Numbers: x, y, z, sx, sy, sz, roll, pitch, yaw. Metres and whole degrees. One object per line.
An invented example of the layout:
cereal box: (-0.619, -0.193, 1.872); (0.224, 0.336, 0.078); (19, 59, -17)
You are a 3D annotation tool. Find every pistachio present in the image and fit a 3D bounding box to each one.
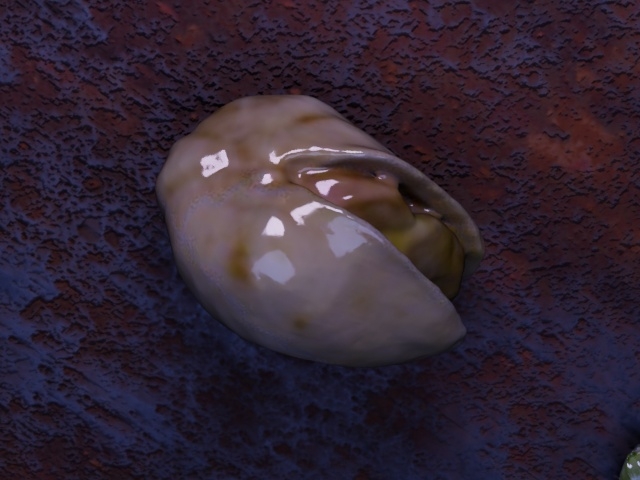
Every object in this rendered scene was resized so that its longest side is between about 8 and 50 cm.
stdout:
pistachio: (0.000, 0.000, 1.358); (0.321, 0.229, 0.238); (27, 157, -20)

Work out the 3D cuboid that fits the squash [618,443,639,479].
squash: (0.369, 0.313, 1.613); (0.069, 0.069, 0.239); (-20, 117, 10)
